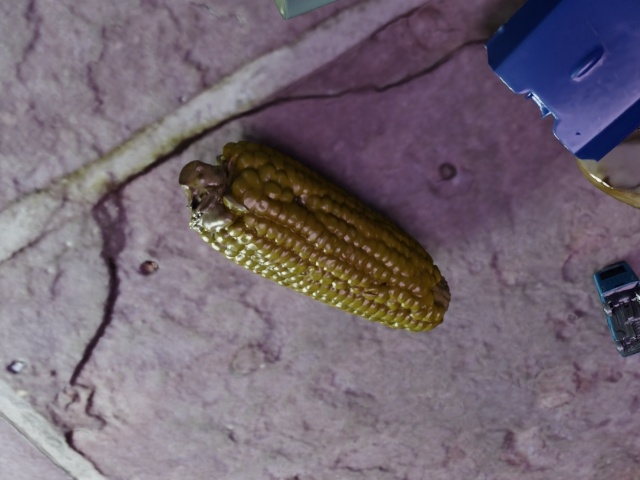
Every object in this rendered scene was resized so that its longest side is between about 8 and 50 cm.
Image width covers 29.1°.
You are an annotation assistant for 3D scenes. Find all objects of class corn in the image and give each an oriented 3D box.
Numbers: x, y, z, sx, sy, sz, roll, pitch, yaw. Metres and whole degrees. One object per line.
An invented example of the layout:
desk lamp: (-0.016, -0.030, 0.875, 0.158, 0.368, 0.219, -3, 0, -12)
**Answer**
corn: (0.000, 0.000, 1.005, 0.261, 0.097, 0.097, 27, 118, -26)

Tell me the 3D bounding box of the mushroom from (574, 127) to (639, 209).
mushroom: (0.350, -0.078, 0.993, 0.285, 0.156, 0.151, -16, 152, 9)

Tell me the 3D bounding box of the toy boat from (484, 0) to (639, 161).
toy boat: (0.265, -0.197, 0.903, 0.129, 0.088, 0.295, 45, 102, -1)

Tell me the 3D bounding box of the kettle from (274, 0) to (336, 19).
kettle: (0.058, -0.281, 0.796, 0.243, 0.160, 0.211, -19, 98, -3)

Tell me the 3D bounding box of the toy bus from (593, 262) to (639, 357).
toy bus: (0.278, 0.064, 1.123, 0.038, 0.046, 0.083, -21, 124, 6)
